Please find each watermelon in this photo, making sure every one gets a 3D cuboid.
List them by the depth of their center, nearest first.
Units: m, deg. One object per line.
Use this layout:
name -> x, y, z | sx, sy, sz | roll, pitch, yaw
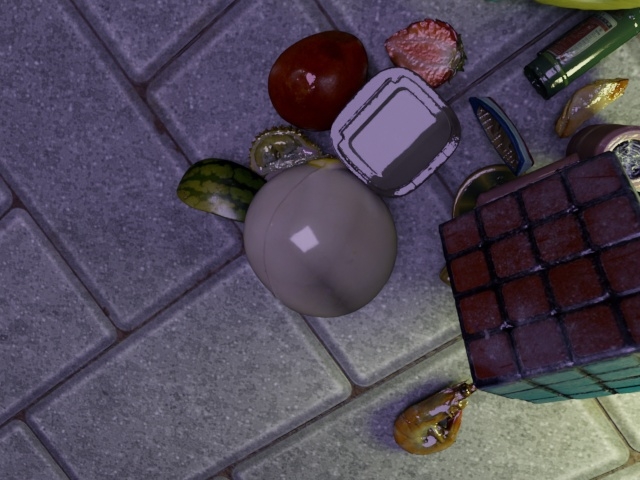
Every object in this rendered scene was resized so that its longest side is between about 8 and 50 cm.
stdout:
watermelon -> -0.228, -0.132, 1.206 | 0.304, 0.159, 0.128 | 19, 101, 8

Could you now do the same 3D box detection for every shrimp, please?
shrimp -> 0.317, 0.466, 1.269 | 0.287, 0.063, 0.152 | -40, 94, 19

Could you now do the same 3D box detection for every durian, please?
durian -> -0.070, -0.217, 1.179 | 0.208, 0.102, 0.146 | 2, 131, 7

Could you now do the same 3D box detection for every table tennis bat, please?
table tennis bat -> 0.387, -0.028, 1.163 | 0.199, 0.050, 0.320 | 31, 102, 2

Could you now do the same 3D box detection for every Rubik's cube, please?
Rubik's cube -> 0.472, 0.101, 0.916 | 0.345, 0.337, 0.343 | -24, 55, 35

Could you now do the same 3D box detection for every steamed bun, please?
steamed bun -> 0.005, 0.002, 1.088 | 0.334, 0.374, 0.333 | -13, 54, 19

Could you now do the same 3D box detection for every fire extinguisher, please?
fire extinguisher -> 0.575, -0.424, 1.013 | 0.294, 0.118, 0.093 | -37, 127, 16

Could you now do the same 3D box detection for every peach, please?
peach -> 0.002, -0.349, 1.075 | 0.244, 0.243, 0.199 | -36, 99, 16

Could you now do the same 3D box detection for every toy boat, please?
toy boat -> 0.391, -0.240, 1.065 | 0.046, 0.080, 0.228 | -17, 58, -1

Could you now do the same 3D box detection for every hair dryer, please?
hair dryer -> 0.496, -0.129, 1.032 | 0.353, 0.210, 0.125 | -24, 98, 17

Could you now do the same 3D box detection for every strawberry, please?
strawberry -> 0.233, -0.411, 1.093 | 0.187, 0.082, 0.146 | 20, 100, 13

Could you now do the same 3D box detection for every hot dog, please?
hot dog -> 0.570, -0.298, 1.054 | 0.169, 0.061, 0.078 | -41, 134, 18

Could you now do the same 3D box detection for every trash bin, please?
trash bin -> 0.165, -0.228, 1.055 | 0.220, 0.250, 0.219 | -43, 92, 16

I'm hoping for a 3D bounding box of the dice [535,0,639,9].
dice -> 0.493, -0.540, 0.838 | 0.227, 0.238, 0.232 | 16, 108, 21
